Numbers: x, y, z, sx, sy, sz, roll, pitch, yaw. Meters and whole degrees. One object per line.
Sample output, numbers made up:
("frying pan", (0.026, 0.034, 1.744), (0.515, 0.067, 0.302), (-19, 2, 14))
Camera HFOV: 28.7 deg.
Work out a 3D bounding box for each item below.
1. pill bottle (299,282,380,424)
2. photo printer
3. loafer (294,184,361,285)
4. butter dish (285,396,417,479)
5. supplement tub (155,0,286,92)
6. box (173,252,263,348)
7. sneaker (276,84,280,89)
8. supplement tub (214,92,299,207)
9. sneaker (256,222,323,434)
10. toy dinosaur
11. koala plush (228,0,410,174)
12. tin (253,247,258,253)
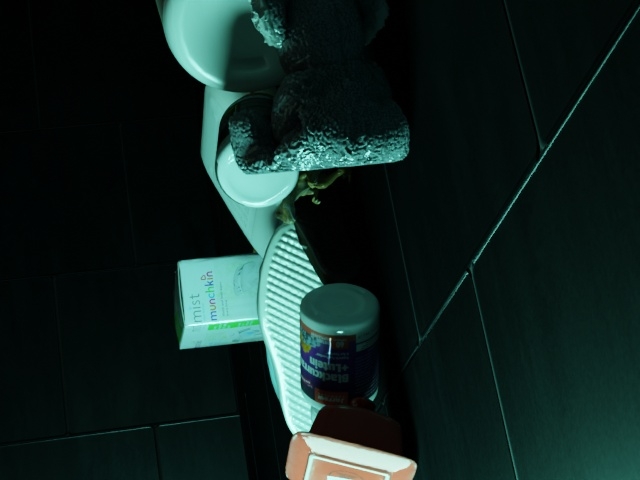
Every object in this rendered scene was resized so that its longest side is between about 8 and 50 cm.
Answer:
("pill bottle", (0.026, 0.165, 1.686), (0.108, 0.108, 0.193), (-112, 19, -58))
("photo printer", (-0.096, -0.132, 2.024), (0.256, 0.107, 0.307), (57, 162, 17))
("loafer", (0.000, 0.000, 1.808), (0.220, 0.080, 0.078), (-107, 15, -45))
("butter dish", (0.045, 0.257, 1.608), (0.160, 0.160, 0.118), (100, -176, -56))
("supplement tub", (-0.133, -0.384, 1.884), (0.325, 0.235, 0.235), (-113, 19, -58))
("box", (-0.147, 0.107, 2.276), (0.262, 0.231, 0.127), (124, 139, -74))
("sneaker", (-0.045, -0.244, 2.009), (0.064, 0.067, 0.175), (39, 156, 39))
("supplement tub", (-0.088, -0.135, 1.766), (0.190, 0.117, 0.117), (-93, 2, -63))
("sneaker", (-0.041, 0.131, 1.971), (0.150, 0.135, 0.366), (-131, 37, -68))
("toy dinosaur", (-0.004, -0.103, 1.772), (0.064, 0.112, 0.211), (57, -142, -15))
("koala plush", (0.006, -0.192, 1.412), (0.203, 0.196, 0.221), (-175, 80, -68))
("tin", (-0.114, 0.050, 2.613), (0.189, 0.040, 0.106), (111, 155, -69))
